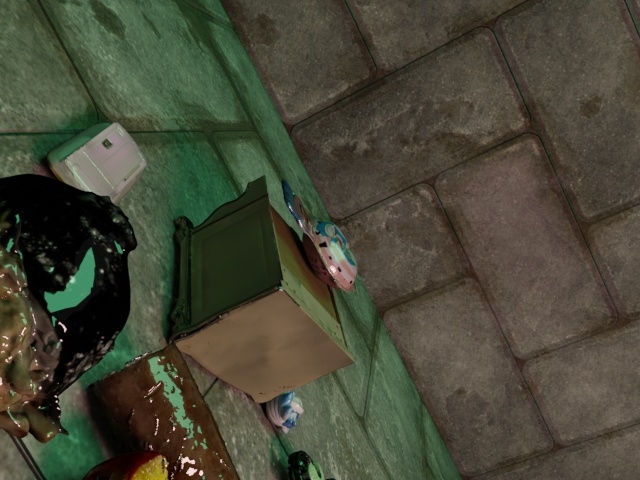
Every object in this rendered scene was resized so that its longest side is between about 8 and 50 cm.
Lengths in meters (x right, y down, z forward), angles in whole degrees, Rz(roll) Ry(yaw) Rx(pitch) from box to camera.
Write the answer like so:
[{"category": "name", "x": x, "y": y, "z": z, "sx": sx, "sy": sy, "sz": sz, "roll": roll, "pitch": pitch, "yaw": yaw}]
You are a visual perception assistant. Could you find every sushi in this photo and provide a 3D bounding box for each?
[{"category": "sushi", "x": -0.303, "y": 0.058, "z": 0.450, "sx": 0.239, "sy": 0.224, "sz": 0.219, "roll": 34, "pitch": 19, "yaw": 12}]

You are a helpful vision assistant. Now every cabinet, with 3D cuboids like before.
[{"category": "cabinet", "x": -0.122, "y": 0.096, "z": 1.028, "sx": 0.290, "sy": 0.228, "sz": 0.317, "roll": 51, "pitch": 17, "yaw": -43}]

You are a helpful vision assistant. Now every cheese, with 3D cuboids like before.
[{"category": "cheese", "x": 0.000, "y": 0.000, "z": 1.029, "sx": 0.285, "sy": 0.074, "sz": 0.188, "roll": 54, "pitch": 12, "yaw": -34}]

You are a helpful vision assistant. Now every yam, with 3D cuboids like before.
[{"category": "yam", "x": -0.188, "y": 0.274, "z": 0.679, "sx": 0.279, "sy": 0.131, "sz": 0.131, "roll": 65, "pitch": 14, "yaw": -3}]

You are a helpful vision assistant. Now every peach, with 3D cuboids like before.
[{"category": "peach", "x": -0.213, "y": 0.320, "z": 0.569, "sx": 0.127, "sy": 0.093, "sz": 0.172, "roll": -74, "pitch": 149, "yaw": -63}]

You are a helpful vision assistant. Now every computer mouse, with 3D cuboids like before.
[{"category": "computer mouse", "x": -0.363, "y": -0.120, "z": 0.851, "sx": 0.125, "sy": 0.056, "sz": 0.245, "roll": 58, "pitch": 16, "yaw": -24}]

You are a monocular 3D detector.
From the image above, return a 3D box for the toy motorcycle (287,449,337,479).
[{"category": "toy motorcycle", "x": 0.018, "y": 0.562, "z": 0.951, "sx": 0.196, "sy": 0.125, "sz": 0.331, "roll": 48, "pitch": 18, "yaw": -48}]

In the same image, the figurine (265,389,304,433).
[{"category": "figurine", "x": -0.074, "y": 0.336, "z": 1.074, "sx": 0.114, "sy": 0.079, "sz": 0.114, "roll": 177, "pitch": -90, "yaw": -90}]
